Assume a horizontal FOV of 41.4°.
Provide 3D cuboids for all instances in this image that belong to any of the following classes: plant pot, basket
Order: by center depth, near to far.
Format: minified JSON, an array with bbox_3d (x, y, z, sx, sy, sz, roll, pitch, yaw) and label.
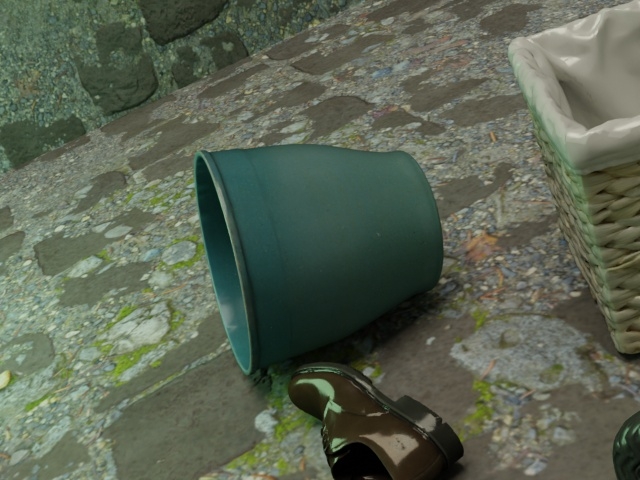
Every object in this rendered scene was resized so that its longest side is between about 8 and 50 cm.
[{"bbox_3d":[0.405,-0.101,0.886,0.331,0.266,0.328,-18,27,11],"label":"basket"},{"bbox_3d":[0.000,0.000,1.037,0.255,0.271,0.271,-13,24,-14],"label":"plant pot"}]

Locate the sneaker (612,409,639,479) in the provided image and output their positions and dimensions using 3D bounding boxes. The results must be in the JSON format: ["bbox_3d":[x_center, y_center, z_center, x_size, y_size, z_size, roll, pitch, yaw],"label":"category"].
[{"bbox_3d":[0.400,0.171,0.570,0.385,0.145,0.147,1,14,34],"label":"sneaker"}]

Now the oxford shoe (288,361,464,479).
[{"bbox_3d":[0.027,0.186,0.846,0.096,0.082,0.227,-40,30,-23],"label":"oxford shoe"}]
